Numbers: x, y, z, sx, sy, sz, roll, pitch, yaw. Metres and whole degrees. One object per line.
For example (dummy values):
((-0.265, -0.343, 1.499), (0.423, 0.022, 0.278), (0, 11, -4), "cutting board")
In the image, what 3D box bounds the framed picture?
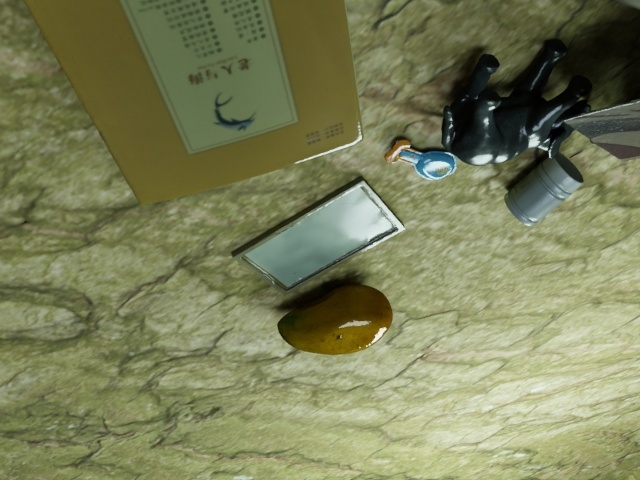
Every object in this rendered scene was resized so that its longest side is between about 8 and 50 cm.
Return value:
((0.000, 0.000, 0.996), (0.201, 0.010, 0.136), (-30, 143, 15), "framed picture")

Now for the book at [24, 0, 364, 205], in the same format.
((-0.102, -0.183, 0.683), (0.269, 0.032, 0.389), (-16, 147, -3), "book")

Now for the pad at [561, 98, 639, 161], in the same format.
((0.426, -0.135, 0.852), (0.220, 0.004, 0.330), (-11, 172, 32), "pad")

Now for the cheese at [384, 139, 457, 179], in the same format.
((0.127, -0.098, 0.919), (0.111, 0.017, 0.047), (14, 130, -36), "cheese")

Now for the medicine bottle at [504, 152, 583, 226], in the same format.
((0.298, -0.068, 0.996), (0.058, 0.058, 0.091), (16, 132, -38), "medicine bottle")

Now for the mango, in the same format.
((0.026, 0.123, 1.098), (0.165, 0.089, 0.115), (-25, 142, 13), "mango")

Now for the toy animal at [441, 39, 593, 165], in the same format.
((0.251, -0.151, 0.856), (0.269, 0.082, 0.137), (-8, 145, -24), "toy animal")

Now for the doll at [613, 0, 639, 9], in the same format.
((0.430, -0.298, 0.626), (0.370, 0.226, 0.215), (-24, 164, 4), "doll")
